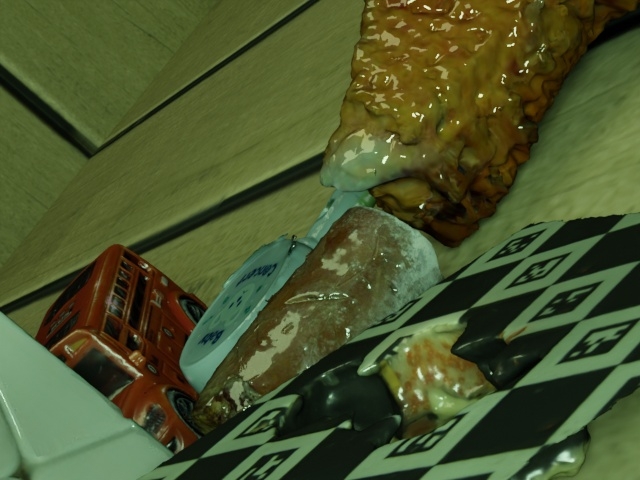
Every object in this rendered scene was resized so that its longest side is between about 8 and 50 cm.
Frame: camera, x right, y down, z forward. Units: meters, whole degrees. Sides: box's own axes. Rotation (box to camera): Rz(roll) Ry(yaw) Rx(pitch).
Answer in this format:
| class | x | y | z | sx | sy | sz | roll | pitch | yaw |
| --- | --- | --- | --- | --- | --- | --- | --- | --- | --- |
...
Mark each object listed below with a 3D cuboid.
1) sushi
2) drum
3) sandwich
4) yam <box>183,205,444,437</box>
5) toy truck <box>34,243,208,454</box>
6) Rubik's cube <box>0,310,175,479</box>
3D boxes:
| class | x | y | z | sx | sy | sz | roll | pitch | yaw |
| --- | --- | --- | --- | --- | --- | --- | --- | --- | --- |
| sushi | 0.064 | 0.071 | 0.603 | 0.264 | 0.050 | 0.290 | -32 | 8 | -16 |
| drum | 0.006 | 0.001 | 0.956 | 0.253 | 0.049 | 0.130 | -50 | 14 | -7 |
| sandwich | 0.080 | -0.132 | 0.862 | 0.250 | 0.162 | 0.301 | -38 | 15 | 51 |
| yam | 0.001 | 0.057 | 0.779 | 0.141 | 0.079 | 0.079 | -52 | 15 | -19 |
| toy truck | -0.140 | 0.096 | 1.008 | 0.107 | 0.114 | 0.253 | -44 | 14 | 11 |
| Rubik's cube | -0.214 | 0.185 | 0.769 | 0.224 | 0.231 | 0.221 | -35 | 19 | 49 |
